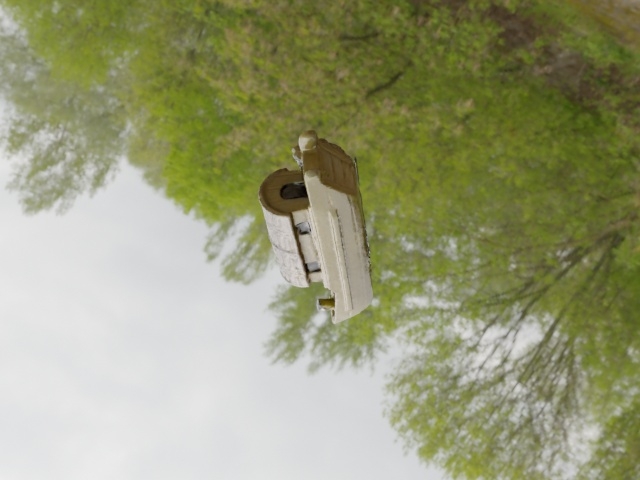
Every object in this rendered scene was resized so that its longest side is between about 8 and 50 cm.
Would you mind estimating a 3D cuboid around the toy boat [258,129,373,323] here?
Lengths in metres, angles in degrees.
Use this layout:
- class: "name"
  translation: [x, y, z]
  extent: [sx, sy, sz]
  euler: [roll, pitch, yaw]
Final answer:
- class: "toy boat"
  translation: [0.000, 0.000, 0.657]
  extent: [0.088, 0.226, 0.068]
  euler: [-8, -129, 2]
